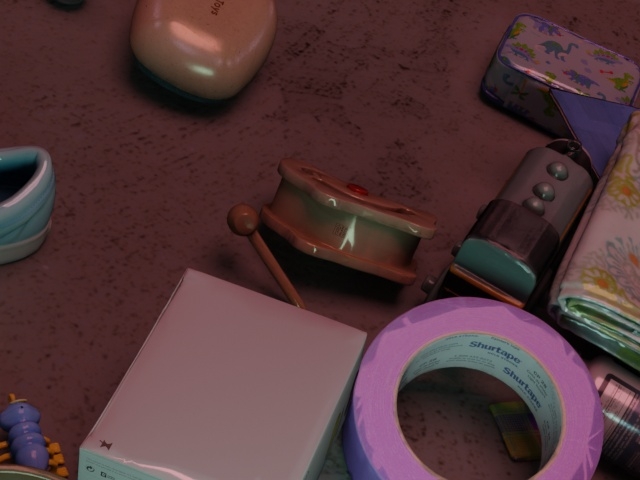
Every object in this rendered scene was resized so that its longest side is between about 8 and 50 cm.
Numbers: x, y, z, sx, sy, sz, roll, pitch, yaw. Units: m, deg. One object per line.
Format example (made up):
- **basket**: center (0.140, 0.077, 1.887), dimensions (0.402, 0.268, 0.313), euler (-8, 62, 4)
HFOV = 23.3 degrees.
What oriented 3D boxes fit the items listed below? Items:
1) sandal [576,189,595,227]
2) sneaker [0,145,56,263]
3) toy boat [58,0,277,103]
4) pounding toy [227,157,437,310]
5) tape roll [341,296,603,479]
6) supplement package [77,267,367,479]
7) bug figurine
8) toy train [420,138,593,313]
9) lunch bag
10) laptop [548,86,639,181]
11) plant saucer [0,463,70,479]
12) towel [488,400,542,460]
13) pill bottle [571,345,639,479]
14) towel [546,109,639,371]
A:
- **sandal**: center (0.390, 0.028, 2.029), dimensions (0.054, 0.097, 0.254), euler (36, 37, -27)
- **sneaker**: center (-0.452, -0.033, 1.672), dimensions (0.366, 0.150, 0.135), euler (-21, 57, -38)
- **toy boat**: center (-0.215, -0.317, 2.089), dimensions (0.318, 0.148, 0.267), euler (30, 47, -4)
- **pounding toy**: center (0.000, 0.000, 1.898), dimensions (0.269, 0.155, 0.154), euler (18, 13, -20)
- **tape roll**: center (0.164, 0.202, 1.693), dimensions (0.275, 0.090, 0.274), euler (3, 60, -6)
- **supplement package**: center (-0.096, 0.190, 1.546), dimensions (0.204, 0.145, 0.262), euler (20, 46, 8)
- **bug figurine**: center (-0.358, 0.246, 1.488), dimensions (0.279, 0.072, 0.216), euler (-8, 51, -30)
- **toy train**: center (0.243, 0.004, 1.908), dimensions (0.142, 0.190, 0.334), euler (32, 43, 9)
- **lunch bag**: center (0.357, -0.235, 2.274), dimensions (0.219, 0.090, 0.176), euler (26, 43, 3)
- **laptop**: center (0.573, -0.091, 2.061), dimensions (0.408, 0.236, 0.382), euler (-26, 66, 1)
- **plant saucer**: center (-0.285, 0.339, 1.393), dimensions (0.278, 0.041, 0.278), euler (10, 63, -21)
- **towel**: center (0.236, 0.223, 1.817), dimensions (0.060, 0.009, 0.083), euler (-2, 47, -24)
- **pill bottle**: center (0.339, 0.197, 1.817), dimensions (0.180, 0.108, 0.108), euler (31, 43, 9)
- **towel**: center (0.465, 0.032, 1.867), dimensions (0.320, 0.090, 0.374), euler (31, 50, 1)
